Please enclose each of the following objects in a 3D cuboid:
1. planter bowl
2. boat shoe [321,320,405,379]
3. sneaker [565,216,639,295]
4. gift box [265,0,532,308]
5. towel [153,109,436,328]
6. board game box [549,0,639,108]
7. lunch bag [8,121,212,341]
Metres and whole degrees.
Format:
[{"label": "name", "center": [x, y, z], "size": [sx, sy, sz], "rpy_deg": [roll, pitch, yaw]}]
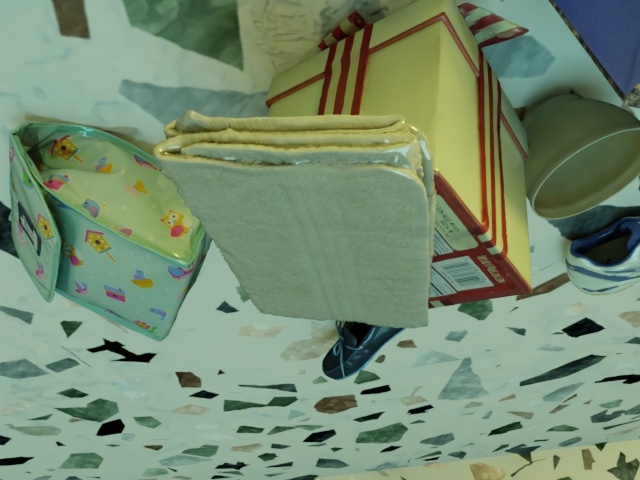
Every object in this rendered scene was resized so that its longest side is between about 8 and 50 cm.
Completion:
[{"label": "planter bowl", "center": [0.325, -0.120, 0.676], "size": [0.162, 0.109, 0.162], "rpy_deg": [-14, 147, -10]}, {"label": "boat shoe", "center": [0.078, 0.182, 1.056], "size": [0.089, 0.109, 0.258], "rpy_deg": [28, 113, -29]}, {"label": "sneaker", "center": [0.580, 0.007, 0.896], "size": [0.296, 0.112, 0.131], "rpy_deg": [-26, 139, 20]}, {"label": "gift box", "center": [0.103, -0.083, 0.564], "size": [0.276, 0.258, 0.255], "rpy_deg": [-12, 143, 31]}, {"label": "towel", "center": [0.000, 0.000, 0.435], "size": [0.187, 0.049, 0.282], "rpy_deg": [4, 149, 13]}, {"label": "board game box", "center": [0.379, -0.225, 0.460], "size": [0.290, 0.232, 0.141], "rpy_deg": [5, 141, -16]}, {"label": "lunch bag", "center": [-0.282, -0.011, 0.675], "size": [0.262, 0.160, 0.223], "rpy_deg": [26, 138, -9]}]
